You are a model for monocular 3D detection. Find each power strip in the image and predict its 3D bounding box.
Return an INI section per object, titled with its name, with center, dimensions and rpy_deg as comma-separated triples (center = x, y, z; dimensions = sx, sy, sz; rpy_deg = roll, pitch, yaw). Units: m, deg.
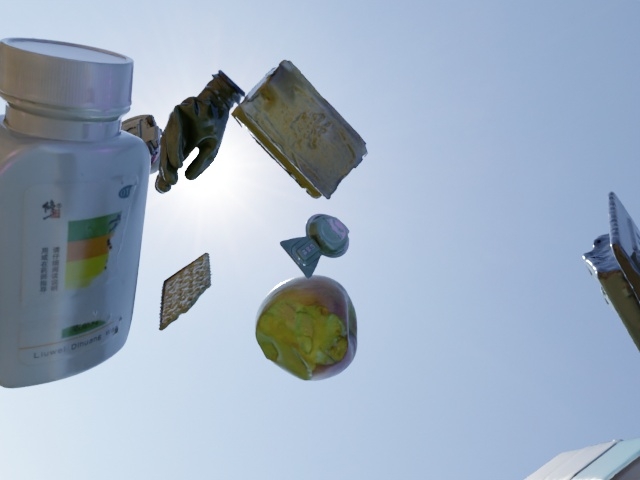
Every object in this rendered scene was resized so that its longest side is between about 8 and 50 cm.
[power strip]
center = 0.465, 0.077, 0.944
dimensions = 0.092, 0.251, 0.257
rpy_deg = -28, -82, 23

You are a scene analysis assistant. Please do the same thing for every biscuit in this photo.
[biscuit]
center = -0.293, 0.103, 1.407
dimensions = 0.016, 0.144, 0.203
rpy_deg = 54, 5, -27

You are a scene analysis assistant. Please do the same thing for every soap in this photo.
[soap]
center = -0.032, -0.194, 1.153
dimensions = 0.233, 0.135, 0.076
rpy_deg = 46, -17, -22

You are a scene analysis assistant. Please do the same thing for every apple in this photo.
[apple]
center = -0.033, 0.203, 1.479
dimensions = 0.226, 0.246, 0.246
rpy_deg = -8, -66, 13

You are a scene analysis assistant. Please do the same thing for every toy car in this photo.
[toy car]
center = -0.386, -0.191, 1.396
dimensions = 0.112, 0.112, 0.139
rpy_deg = 67, 3, -53

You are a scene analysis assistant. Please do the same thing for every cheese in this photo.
[cheese]
center = 0.000, 0.000, 0.839
dimensions = 0.067, 0.121, 0.026
rpy_deg = 50, -47, 3

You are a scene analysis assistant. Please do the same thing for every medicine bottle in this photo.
[medicine bottle]
center = -0.236, -0.024, 0.583
dimensions = 0.111, 0.161, 0.296
rpy_deg = 22, -69, 29

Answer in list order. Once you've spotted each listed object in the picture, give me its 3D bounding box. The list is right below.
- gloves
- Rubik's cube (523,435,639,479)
[gloves]
center = -0.247, -0.208, 1.255
dimensions = 0.107, 0.268, 0.135
rpy_deg = 29, -4, 43
[Rubik's cube]
center = 0.362, 0.500, 0.843
dimensions = 0.344, 0.347, 0.346
rpy_deg = 58, -12, 17
